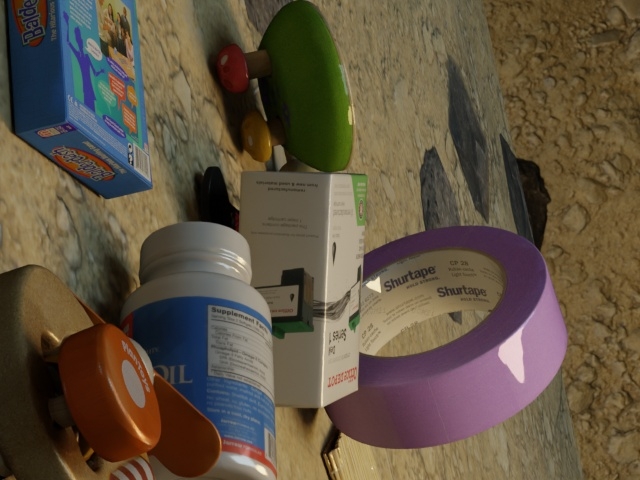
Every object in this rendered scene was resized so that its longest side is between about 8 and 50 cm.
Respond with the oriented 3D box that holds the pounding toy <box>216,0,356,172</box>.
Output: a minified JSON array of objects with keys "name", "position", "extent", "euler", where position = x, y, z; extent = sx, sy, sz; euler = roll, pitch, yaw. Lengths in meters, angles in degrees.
[{"name":"pounding toy","position":[-0.051,-0.139,1.883],"extent":[0.237,0.110,0.183],"euler":[116,-43,-67]}]

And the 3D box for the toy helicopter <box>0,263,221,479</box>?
[{"name":"toy helicopter","position":[-0.133,0.165,1.213],"extent":[0.235,0.140,0.355],"euler":[-97,163,-60]}]

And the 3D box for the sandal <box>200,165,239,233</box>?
[{"name":"sandal","position":[-0.080,0.016,1.715],"extent":[0.067,0.040,0.179],"euler":[23,56,-70]}]

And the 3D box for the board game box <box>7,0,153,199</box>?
[{"name":"board game box","position":[-0.193,-0.157,1.437],"extent":[0.160,0.047,0.210],"euler":[43,38,-63]}]

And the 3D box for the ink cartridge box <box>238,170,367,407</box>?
[{"name":"ink cartridge box","position":[-0.018,0.044,1.714],"extent":[0.160,0.093,0.219],"euler":[-9,101,-76]}]

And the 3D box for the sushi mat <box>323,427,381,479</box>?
[{"name":"sushi mat","position":[0.067,0.341,2.024],"extent":[0.151,0.019,0.316],"euler":[-67,141,-66]}]

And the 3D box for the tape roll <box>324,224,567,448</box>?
[{"name":"tape roll","position":[0.119,0.098,1.915],"extent":[0.274,0.275,0.090],"euler":[-79,153,-55]}]

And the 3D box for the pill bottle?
[{"name":"pill bottle","position":[-0.099,0.102,1.425],"extent":[0.124,0.124,0.221],"euler":[56,25,-53]}]
